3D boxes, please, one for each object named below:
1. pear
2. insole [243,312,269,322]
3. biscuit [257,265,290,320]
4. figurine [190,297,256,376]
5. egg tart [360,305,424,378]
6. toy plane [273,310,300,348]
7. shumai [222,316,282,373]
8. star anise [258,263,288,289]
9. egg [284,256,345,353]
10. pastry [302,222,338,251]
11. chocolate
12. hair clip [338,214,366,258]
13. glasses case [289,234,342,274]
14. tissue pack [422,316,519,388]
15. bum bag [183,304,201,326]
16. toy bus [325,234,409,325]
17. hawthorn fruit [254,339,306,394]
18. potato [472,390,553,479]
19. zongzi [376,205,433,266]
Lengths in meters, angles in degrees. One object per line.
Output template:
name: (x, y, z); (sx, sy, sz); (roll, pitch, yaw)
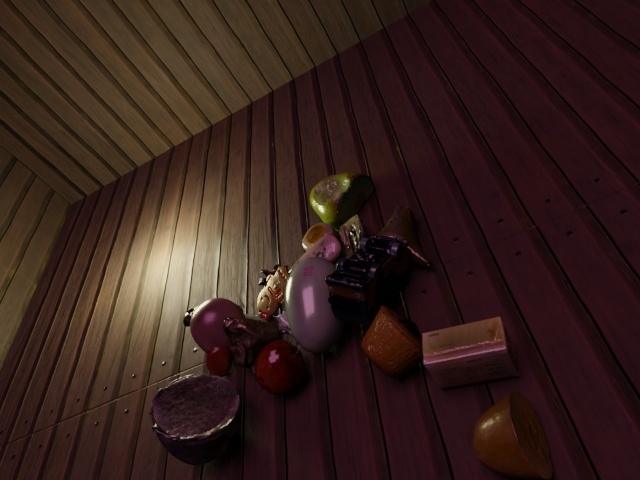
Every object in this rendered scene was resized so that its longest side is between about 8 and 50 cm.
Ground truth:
pear: (0.068, -0.200, 2.210); (0.292, 0.159, 0.293); (-23, 40, 21)
insole: (-0.301, 0.334, 2.085); (0.231, 0.003, 0.080); (-5, 49, 34)
biscuit: (-0.187, 0.213, 2.024); (0.226, 0.036, 0.166); (-52, 48, 15)
figurine: (-0.396, 0.340, 1.982); (0.269, 0.211, 0.261); (-42, 41, -5)
egg tart: (0.229, 0.313, 1.563); (0.171, 0.215, 0.215); (-47, 39, 5)
toy plane: (-0.101, 0.332, 1.859); (0.065, 0.162, 0.171); (-45, 75, 10)
shumai: (-0.246, 0.385, 1.822); (0.183, 0.218, 0.186); (-4, 72, 22)
star anise: (-0.194, 0.166, 2.130); (0.167, 0.057, 0.168); (-13, 51, 17)
egg: (-0.014, 0.225, 1.799); (0.229, 0.230, 0.371); (-21, 48, 20)
pastry: (0.000, 0.000, 2.116); (0.156, 0.092, 0.157); (-21, 39, 18)
chocolate: (-0.418, 0.629, 1.711); (0.302, 0.213, 0.303); (2, 27, -1)
hair clip: (0.144, 0.044, 1.963); (0.138, 0.091, 0.322); (-38, 36, 36)
glasses case: (-0.035, 0.108, 2.005); (0.314, 0.075, 0.122); (-46, 49, 15)
tissue pack: (0.424, 0.322, 1.428); (0.234, 0.159, 0.125); (-18, 43, 23)
bum bag: (-0.518, 0.319, 2.127); (0.060, 0.232, 0.107); (37, 81, 4)
toy bus: (0.168, 0.128, 1.704); (0.161, 0.194, 0.323); (10, 32, 34)
hawthorn fruit: (-0.149, 0.449, 1.737); (0.200, 0.179, 0.179); (-52, 39, 5)
potato: (0.456, 0.495, 1.251); (0.158, 0.178, 0.204); (-30, 62, 33)
zongzi: (0.341, -0.017, 1.865); (0.255, 0.115, 0.228); (16, 58, 38)
